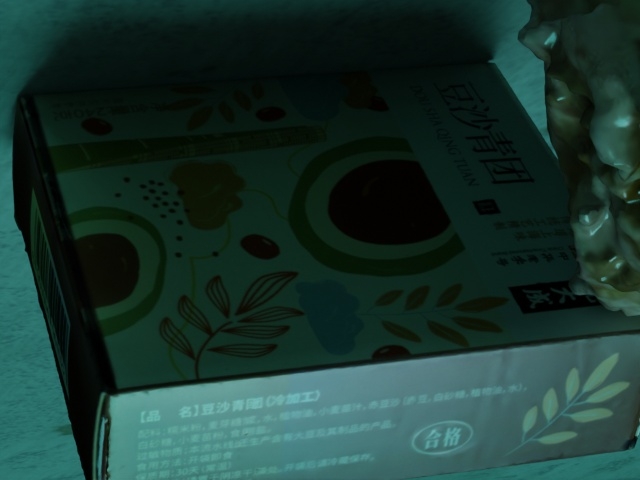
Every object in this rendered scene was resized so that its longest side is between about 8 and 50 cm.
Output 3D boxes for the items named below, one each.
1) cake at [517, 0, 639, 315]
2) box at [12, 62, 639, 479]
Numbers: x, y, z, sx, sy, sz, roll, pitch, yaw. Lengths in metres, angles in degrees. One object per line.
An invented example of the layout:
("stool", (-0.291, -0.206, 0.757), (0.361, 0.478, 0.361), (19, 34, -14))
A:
("cake", (0.266, -0.126, 1.135), (0.293, 0.307, 0.314), (-9, 162, 5))
("box", (-0.005, 0.020, 1.334), (0.385, 0.344, 0.122), (-6, 128, -16))
